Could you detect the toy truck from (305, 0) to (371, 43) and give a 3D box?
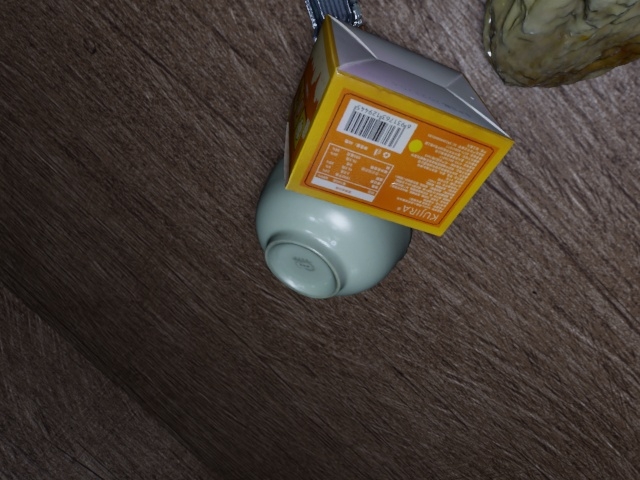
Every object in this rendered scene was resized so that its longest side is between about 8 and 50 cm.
[{"bbox_3d":[0.028,-0.407,0.792,0.083,0.092,0.192,-8,116,28],"label":"toy truck"}]

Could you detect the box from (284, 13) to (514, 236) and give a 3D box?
[{"bbox_3d":[0.103,-0.184,0.734,0.284,0.259,0.213,17,127,-17],"label":"box"}]

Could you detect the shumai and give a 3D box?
[{"bbox_3d":[0.353,-0.320,0.589,0.267,0.262,0.314,42,130,-3],"label":"shumai"}]

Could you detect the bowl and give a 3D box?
[{"bbox_3d":[0.000,0.000,0.950,0.354,0.185,0.353,20,142,16],"label":"bowl"}]
